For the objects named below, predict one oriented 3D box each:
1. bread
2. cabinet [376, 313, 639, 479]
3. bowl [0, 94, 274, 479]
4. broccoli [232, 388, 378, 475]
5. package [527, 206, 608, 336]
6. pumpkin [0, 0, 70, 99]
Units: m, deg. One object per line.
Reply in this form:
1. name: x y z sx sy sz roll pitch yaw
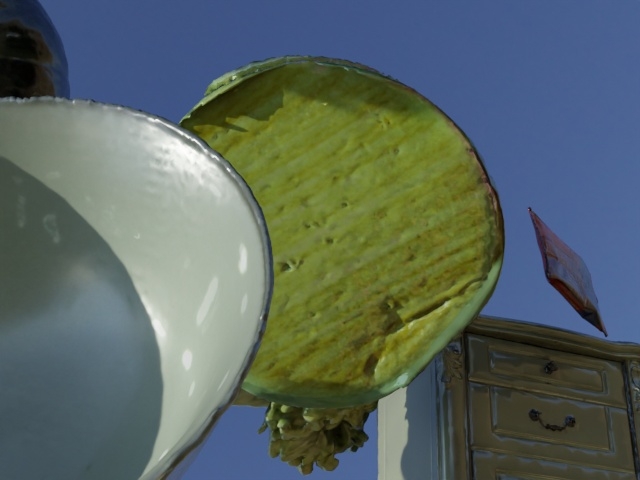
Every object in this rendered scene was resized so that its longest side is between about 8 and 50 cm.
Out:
1. bread: -0.005 -0.003 0.876 0.301 0.045 0.301 1 -69 3
2. cabinet: 0.225 0.282 1.272 0.290 0.318 0.227 13 -33 -17
3. bowl: -0.184 0.079 0.596 0.337 0.337 0.157 -25 -42 -19
4. broccoli: -0.089 0.090 1.132 0.281 0.348 0.293 -21 -6 -38
5. package: 0.276 0.038 1.208 0.022 0.083 0.200 -21 -34 24
6. pumpkin: -0.439 -0.185 1.269 0.300 0.300 0.207 -34 -10 -10
